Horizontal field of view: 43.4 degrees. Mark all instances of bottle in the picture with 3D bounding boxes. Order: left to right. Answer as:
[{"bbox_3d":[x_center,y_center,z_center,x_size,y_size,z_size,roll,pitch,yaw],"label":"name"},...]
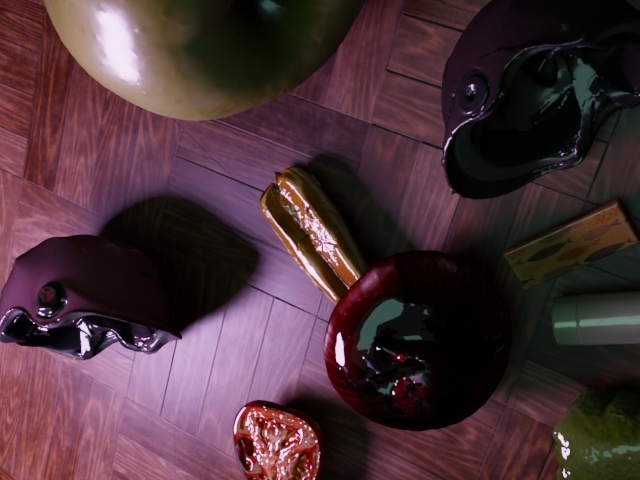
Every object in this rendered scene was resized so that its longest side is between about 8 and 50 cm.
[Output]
[{"bbox_3d":[0.415,0.102,1.066,0.201,0.072,0.072,-7,98,28],"label":"bottle"}]

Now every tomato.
[{"bbox_3d":[-0.065,0.356,1.365,0.166,0.082,0.174,13,103,20],"label":"tomato"}]

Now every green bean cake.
[{"bbox_3d":[0.440,0.319,1.078,0.248,0.125,0.222,5,103,23],"label":"green bean cake"}]

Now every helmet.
[{"bbox_3d":[-0.396,0.090,1.391,0.338,0.271,0.197,-14,65,28],"label":"helmet"},{"bbox_3d":[0.255,-0.206,1.004,0.305,0.225,0.177,-37,56,27],"label":"helmet"}]

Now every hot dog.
[{"bbox_3d":[0.000,0.000,1.257,0.109,0.072,0.269,-40,81,30],"label":"hot dog"}]

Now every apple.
[{"bbox_3d":[-0.159,-0.398,1.045,0.473,0.473,0.473,6,105,26],"label":"apple"}]

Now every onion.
[{"bbox_3d":[0.135,0.154,1.116,0.273,0.285,0.273,1,105,4],"label":"onion"}]

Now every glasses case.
[{"bbox_3d":[0.342,0.004,1.100,0.170,0.041,0.064,-28,100,29],"label":"glasses case"}]
